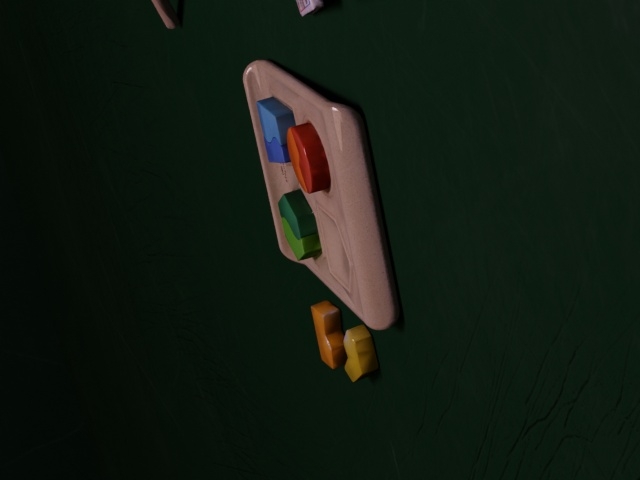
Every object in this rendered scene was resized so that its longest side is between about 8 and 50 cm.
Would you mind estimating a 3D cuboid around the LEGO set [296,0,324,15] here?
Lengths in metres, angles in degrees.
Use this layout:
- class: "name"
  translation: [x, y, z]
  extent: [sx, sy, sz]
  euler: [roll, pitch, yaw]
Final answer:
- class: "LEGO set"
  translation: [-0.008, -0.277, 1.253]
  extent: [0.244, 0.060, 0.182]
  euler: [-165, 57, -83]

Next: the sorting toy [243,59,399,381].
- class: "sorting toy"
  translation: [0.000, 0.000, 1.487]
  extent: [0.229, 0.041, 0.307]
  euler: [-145, 40, -62]

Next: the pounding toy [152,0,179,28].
- class: "pounding toy"
  translation: [-0.248, -0.338, 1.709]
  extent: [0.183, 0.110, 0.236]
  euler: [87, 159, -72]
